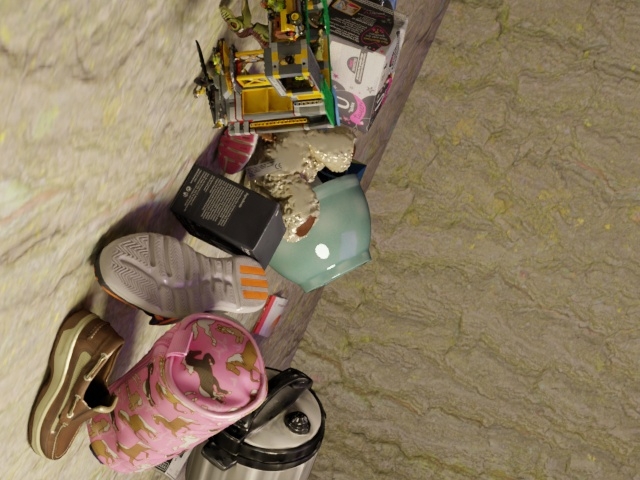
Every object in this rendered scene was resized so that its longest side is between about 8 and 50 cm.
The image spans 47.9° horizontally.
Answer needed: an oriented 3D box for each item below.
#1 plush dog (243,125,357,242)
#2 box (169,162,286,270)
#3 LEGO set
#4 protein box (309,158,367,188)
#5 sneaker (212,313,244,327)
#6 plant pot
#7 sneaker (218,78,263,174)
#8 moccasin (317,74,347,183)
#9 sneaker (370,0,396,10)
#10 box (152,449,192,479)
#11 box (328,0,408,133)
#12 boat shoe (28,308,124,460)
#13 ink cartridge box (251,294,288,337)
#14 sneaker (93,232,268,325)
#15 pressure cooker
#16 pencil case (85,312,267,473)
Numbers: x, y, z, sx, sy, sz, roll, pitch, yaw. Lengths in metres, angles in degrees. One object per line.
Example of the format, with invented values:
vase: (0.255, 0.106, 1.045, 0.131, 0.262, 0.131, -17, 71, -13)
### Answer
plush dog: (-0.083, -0.130, 1.408, 0.262, 0.211, 0.225, -61, -169, -23)
box: (-0.150, -0.035, 1.217, 0.093, 0.158, 0.156, -62, 171, -12)
LEGO set: (-0.095, -0.270, 0.989, 0.331, 0.192, 0.254, -26, 111, -82)
protein box: (0.014, -0.131, 2.038, 0.201, 0.136, 0.200, -68, 171, 24)
sneaker: (-0.280, 0.262, 1.570, 0.282, 0.102, 0.161, -27, 146, -60)
plant pot: (0.000, 0.000, 1.661, 0.293, 0.196, 0.293, -28, 176, -2)
sneaker: (-0.122, -0.193, 1.242, 0.170, 0.063, 0.075, -71, 165, 11)
moccasin: (-0.026, -0.233, 1.581, 0.117, 0.137, 0.342, -34, 144, -13)
sneaker: (0.156, -0.594, 1.727, 0.221, 0.083, 0.087, 108, 6, -55)
box: (-0.329, 0.430, 1.770, 0.289, 0.087, 0.169, -60, 171, -22)
box: (0.074, -0.378, 1.558, 0.247, 0.164, 0.142, 101, 15, -60)
boat shoe: (-0.342, 0.226, 1.027, 0.257, 0.095, 0.095, -68, 171, 27)
ink cartridge box: (-0.167, 0.254, 2.415, 0.145, 0.045, 0.179, -64, 174, -1)
sneaker: (-0.243, 0.080, 1.109, 0.321, 0.180, 0.124, 19, 60, -51)
pressure cooker: (-0.177, 0.564, 2.068, 0.369, 0.376, 0.420, -105, -152, -56)
pencil case: (-0.232, 0.242, 1.103, 0.167, 0.160, 0.386, -6, 158, -39)
